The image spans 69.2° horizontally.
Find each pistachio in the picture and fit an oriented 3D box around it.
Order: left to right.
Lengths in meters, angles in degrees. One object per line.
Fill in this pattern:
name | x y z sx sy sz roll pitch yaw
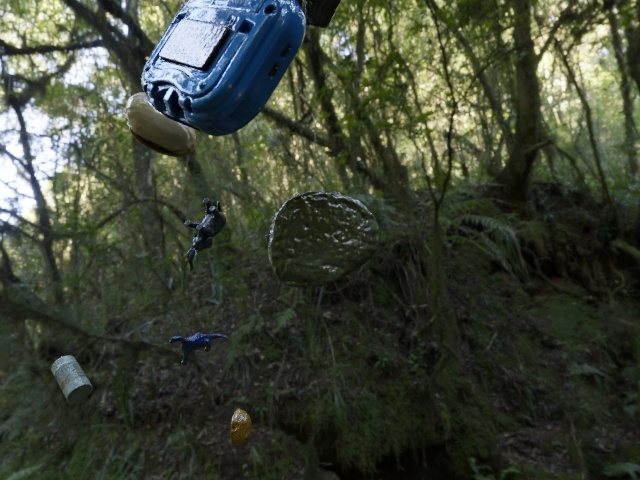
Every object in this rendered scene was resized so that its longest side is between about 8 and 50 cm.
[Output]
pistachio | -0.408 -0.304 1.193 0.201 0.145 0.117 31 -29 -1

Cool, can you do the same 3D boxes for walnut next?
walnut | -0.247 0.604 1.490 0.052 0.121 0.091 -8 -21 15

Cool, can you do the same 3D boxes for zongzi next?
zongzi | -0.031 -0.666 1.119 0.112 0.242 0.221 -36 -12 -44

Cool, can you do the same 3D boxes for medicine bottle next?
medicine bottle | -0.472 0.262 0.880 0.047 0.083 0.047 -32 -38 -29

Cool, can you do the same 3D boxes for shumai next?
shumai | 0.000 0.000 1.400 0.330 0.291 0.288 -8 -11 -3

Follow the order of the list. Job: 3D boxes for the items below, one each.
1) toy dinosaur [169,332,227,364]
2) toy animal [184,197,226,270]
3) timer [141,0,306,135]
toy dinosaur | -0.446 0.360 1.706 0.248 0.075 0.188 -19 -32 -37
toy animal | -0.436 -0.029 1.707 0.082 0.269 0.137 19 -20 23
timer | -0.203 -0.371 0.916 0.340 0.309 0.115 28 -3 38
